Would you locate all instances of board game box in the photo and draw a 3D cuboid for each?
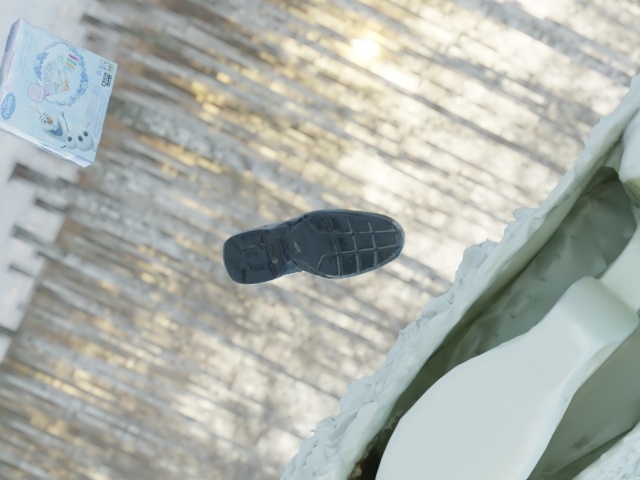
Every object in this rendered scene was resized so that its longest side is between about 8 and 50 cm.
[{"bbox_3d":[-0.210,-0.115,1.207,0.020,0.090,0.090,-18,-126,50],"label":"board game box"}]

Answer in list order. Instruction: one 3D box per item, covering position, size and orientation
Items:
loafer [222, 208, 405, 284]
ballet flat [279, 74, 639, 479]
[{"bbox_3d":[0.000,0.000,1.320,0.061,0.170,0.062,-26,109,-60],"label":"loafer"},{"bbox_3d":[0.132,0.029,0.655,0.409,0.147,0.147,-47,-171,1],"label":"ballet flat"}]
